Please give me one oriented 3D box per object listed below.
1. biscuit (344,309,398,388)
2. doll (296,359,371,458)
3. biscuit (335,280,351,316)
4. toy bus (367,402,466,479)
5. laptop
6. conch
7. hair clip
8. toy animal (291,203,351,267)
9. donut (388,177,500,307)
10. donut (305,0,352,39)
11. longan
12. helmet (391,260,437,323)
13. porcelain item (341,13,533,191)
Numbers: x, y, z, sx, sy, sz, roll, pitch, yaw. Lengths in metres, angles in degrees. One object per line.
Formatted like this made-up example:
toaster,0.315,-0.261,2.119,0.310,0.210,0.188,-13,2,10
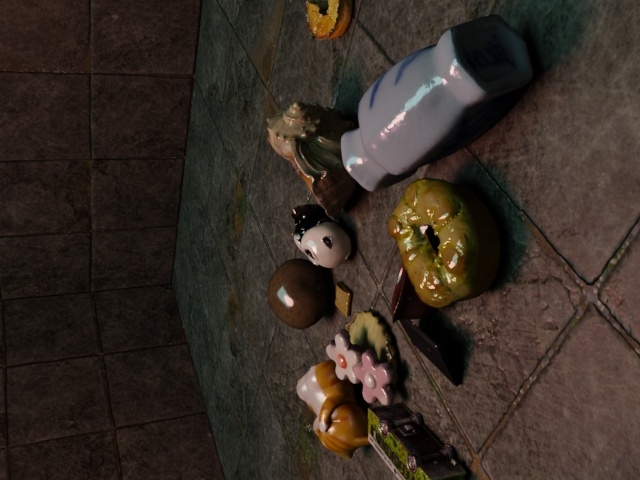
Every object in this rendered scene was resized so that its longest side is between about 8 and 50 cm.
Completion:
biscuit,0.132,0.277,1.749,0.273,0.036,0.187,-163,70,-65
doll,0.037,0.463,1.843,0.166,0.162,0.269,-54,44,46
biscuit,0.066,0.169,1.903,0.083,0.018,0.081,-138,48,-59
toy bus,0.213,0.500,1.525,0.302,0.113,0.139,-140,50,-62
laptop,0.229,0.230,1.458,0.135,0.016,0.197,58,171,-30
conch,0.015,-0.217,1.744,0.210,0.352,0.297,-31,42,15
hair clip,0.105,0.326,1.695,0.257,0.075,0.146,36,122,55
toy animal,0.000,0.000,1.852,0.138,0.166,0.179,-51,39,14
donut,0.249,-0.004,1.305,0.208,0.128,0.261,-56,43,43
donut,0.028,-0.614,1.784,0.181,0.078,0.146,-21,76,59
longan,-0.065,0.163,2.000,0.212,0.198,0.198,59,148,18
helmet,0.213,0.109,1.421,0.175,0.106,0.155,-66,-13,-58
porcelain item,0.201,-0.248,1.255,0.178,0.242,0.405,61,149,7
